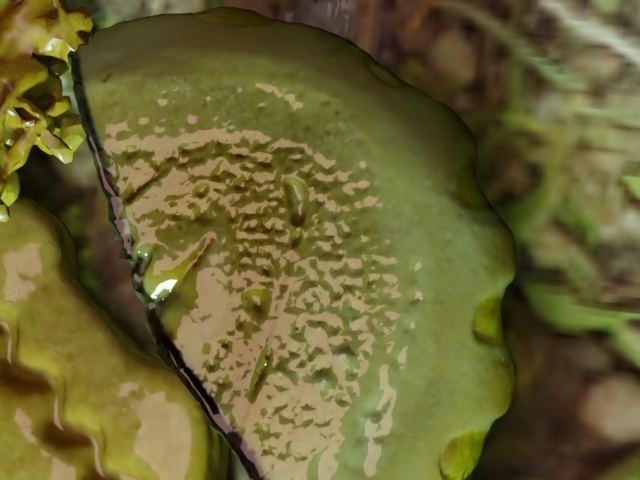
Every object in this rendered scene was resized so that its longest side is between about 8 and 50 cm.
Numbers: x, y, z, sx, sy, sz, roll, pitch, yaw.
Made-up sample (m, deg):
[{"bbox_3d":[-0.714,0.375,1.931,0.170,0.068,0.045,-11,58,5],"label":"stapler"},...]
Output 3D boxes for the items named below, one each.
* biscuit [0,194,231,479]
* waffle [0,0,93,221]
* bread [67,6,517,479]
[{"bbox_3d":[-0.137,0.106,0.528,0.249,0.035,0.184,-46,71,14],"label":"biscuit"},{"bbox_3d":[-0.152,-0.087,0.492,0.197,0.070,0.193,4,79,-6],"label":"waffle"},{"bbox_3d":[0.000,0.000,0.453,0.094,0.083,0.157,-45,74,11],"label":"bread"}]
